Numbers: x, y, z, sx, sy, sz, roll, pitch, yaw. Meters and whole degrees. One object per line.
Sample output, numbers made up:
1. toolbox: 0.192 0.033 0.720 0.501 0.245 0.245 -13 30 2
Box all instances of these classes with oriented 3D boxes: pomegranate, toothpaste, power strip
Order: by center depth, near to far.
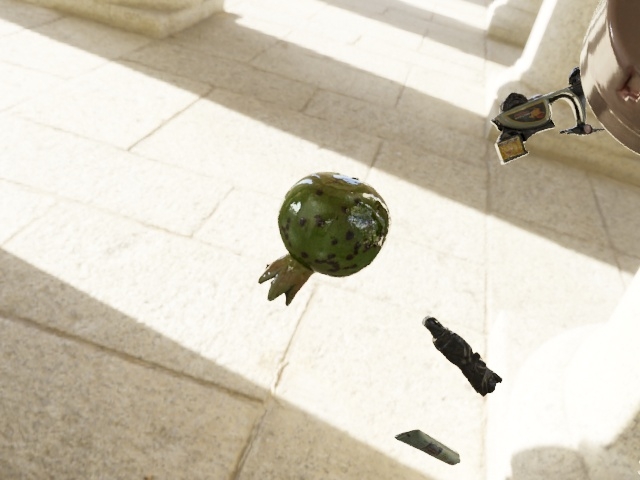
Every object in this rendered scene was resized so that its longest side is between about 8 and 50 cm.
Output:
1. power strip: 0.250 -0.125 0.400 0.154 0.154 0.078 24 -8 14
2. pomegranate: 0.015 -0.002 1.285 0.231 0.286 0.231 18 34 -13
3. toothpaste: 0.254 0.467 1.443 0.233 0.060 0.038 37 35 -38

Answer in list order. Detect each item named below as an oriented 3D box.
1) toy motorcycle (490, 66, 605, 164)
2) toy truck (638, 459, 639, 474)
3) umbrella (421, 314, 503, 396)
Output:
1. toy motorcycle: 0.519 -0.287 1.459 0.263 0.157 0.091 -20 1 11
2. toy truck: 0.754 0.382 1.131 0.338 0.184 0.133 8 -9 17
3. umbrella: 0.307 0.253 1.417 0.236 0.066 0.059 44 -7 -15
